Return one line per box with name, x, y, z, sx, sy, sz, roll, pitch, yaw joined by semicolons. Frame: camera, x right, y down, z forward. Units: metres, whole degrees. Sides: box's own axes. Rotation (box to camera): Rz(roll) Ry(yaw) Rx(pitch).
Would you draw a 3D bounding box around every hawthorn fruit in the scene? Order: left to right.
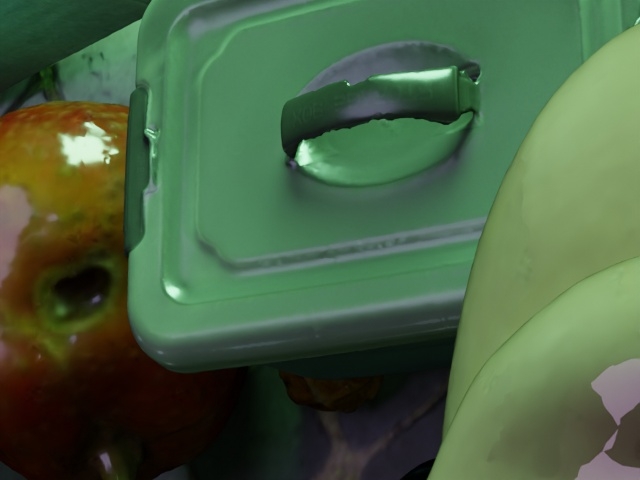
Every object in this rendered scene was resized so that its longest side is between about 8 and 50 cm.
hawthorn fruit;-0.082;0.075;0.784;0.165;0.165;0.285;-38;55;31

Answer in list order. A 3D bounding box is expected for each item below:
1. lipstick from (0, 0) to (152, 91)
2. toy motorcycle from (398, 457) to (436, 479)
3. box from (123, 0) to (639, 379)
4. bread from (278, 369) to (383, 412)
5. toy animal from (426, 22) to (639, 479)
lipstick;-0.140;-0.141;0.944;0.371;0.080;0.076;-17;64;50
toy motorcycle;-0.011;0.194;0.672;0.159;0.106;0.270;-54;2;40
box;0.043;-0.032;0.701;0.227;0.130;0.162;-11;68;28
bread;0.000;0.000;0.820;0.052;0.044;0.157;-36;53;48
toy animal;0.122;0.059;0.492;0.213;0.195;0.256;-47;11;31
